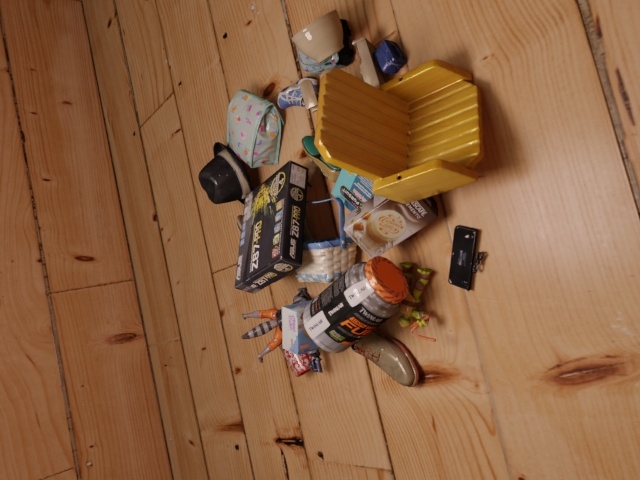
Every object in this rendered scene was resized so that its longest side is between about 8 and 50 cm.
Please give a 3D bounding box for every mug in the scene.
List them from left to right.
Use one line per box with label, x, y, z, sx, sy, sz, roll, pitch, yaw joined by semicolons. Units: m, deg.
mug;-0.087;0.436;2.135;0.169;0.113;0.150;60;141;19

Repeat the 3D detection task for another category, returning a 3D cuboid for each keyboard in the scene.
keyboard;0.421;0.053;1.547;0.108;0.023;0.180;21;113;53

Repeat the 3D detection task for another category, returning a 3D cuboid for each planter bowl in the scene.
planter bowl;0.006;-0.618;1.669;0.162;0.162;0.109;-16;110;49

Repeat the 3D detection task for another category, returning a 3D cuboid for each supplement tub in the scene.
supplement tub;0.108;0.196;1.665;0.316;0.194;0.193;-44;63;33

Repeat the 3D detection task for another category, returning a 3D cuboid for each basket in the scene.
basket;0.000;0.000;1.889;0.255;0.201;0.288;1;103;52

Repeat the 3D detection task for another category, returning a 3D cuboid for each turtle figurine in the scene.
turtle figurine;0.287;0.187;1.675;0.269;0.087;0.217;26;108;54

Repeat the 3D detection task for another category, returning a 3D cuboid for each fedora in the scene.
fedora;-0.420;-0.252;2.287;0.334;0.153;0.334;47;158;27

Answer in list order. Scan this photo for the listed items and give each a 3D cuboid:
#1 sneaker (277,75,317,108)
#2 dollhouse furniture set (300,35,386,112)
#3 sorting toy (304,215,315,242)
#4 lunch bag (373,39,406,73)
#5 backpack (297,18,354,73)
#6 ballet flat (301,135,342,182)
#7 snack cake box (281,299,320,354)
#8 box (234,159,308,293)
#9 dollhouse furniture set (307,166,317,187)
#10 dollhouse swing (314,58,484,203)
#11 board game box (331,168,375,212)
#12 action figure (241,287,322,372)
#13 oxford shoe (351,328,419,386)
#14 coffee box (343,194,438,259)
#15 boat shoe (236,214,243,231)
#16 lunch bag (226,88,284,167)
sneaker;-0.088;-0.530;2.001;0.211;0.080;0.081;-19;79;50
dollhouse furniture set;0.071;-0.511;1.728;0.242;0.212;0.160;-19;83;23
sorting toy;-0.161;0.003;2.111;0.255;0.089;0.257;-29;74;30
lunch bag;0.216;-0.561;1.650;0.065;0.067;0.098;-45;65;44
backpack;0.001;-0.651;1.832;0.188;0.144;0.165;-5;97;52
ballet flat;-0.002;-0.289;1.946;0.232;0.080;0.073;50;146;34
snack cake box;-0.007;0.289;1.896;0.089;0.264;0.152;12;105;48
box;-0.173;-0.044;1.920;0.318;0.097;0.394;-32;46;48
dollhouse furniture set;-0.069;-0.272;2.031;0.081;0.091;0.114;-53;53;22
dollhouse swing;0.205;-0.326;1.407;0.315;0.305;0.346;-17;57;40
board game box;0.191;-0.221;1.725;0.254;0.079;0.336;47;129;33
action figure;-0.110;0.345;2.032;0.330;0.178;0.341;-26;64;9
oxford shoe;0.176;0.370;1.799;0.348;0.130;0.123;39;124;39
coffee box;0.209;-0.072;1.616;0.246;0.098;0.141;-36;109;27
boat shoe;-0.283;0.010;2.303;0.285;0.103;0.092;50;126;24
lunch bag;-0.263;-0.455;2.161;0.223;0.160;0.262;37;129;41
